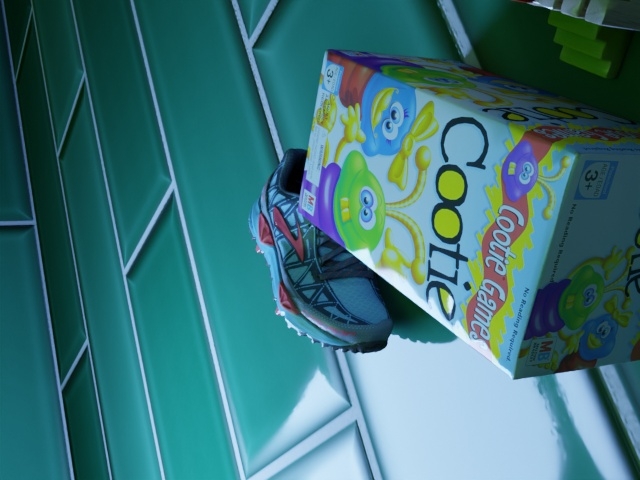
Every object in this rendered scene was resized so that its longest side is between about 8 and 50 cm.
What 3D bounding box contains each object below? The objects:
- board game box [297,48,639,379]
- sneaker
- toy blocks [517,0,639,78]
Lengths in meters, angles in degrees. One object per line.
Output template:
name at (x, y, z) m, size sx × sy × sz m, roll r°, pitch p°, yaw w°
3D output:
board game box at (0.116, -0.037, 0.578) m, size 0.275 × 0.142 × 0.144 m, roll 38°, pitch 124°, yaw 52°
sneaker at (0.000, 0.000, 0.816) m, size 0.262 × 0.104 × 0.125 m, roll 57°, pitch 135°, yaw 41°
toy blocks at (0.093, -0.215, 0.491) m, size 0.381 × 0.260 × 0.191 m, roll 44°, pitch 128°, yaw 50°
